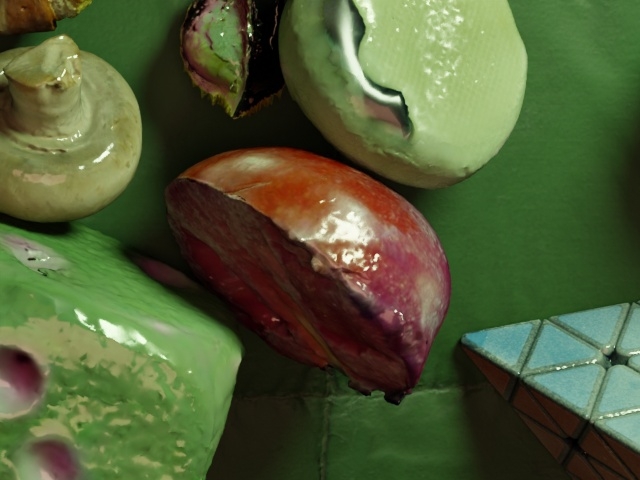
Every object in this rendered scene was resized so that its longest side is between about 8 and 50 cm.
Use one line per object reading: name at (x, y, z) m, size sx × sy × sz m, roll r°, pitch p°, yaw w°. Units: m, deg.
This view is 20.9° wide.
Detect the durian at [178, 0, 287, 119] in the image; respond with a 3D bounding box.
durian at (-0.092, -0.220, 1.844) m, size 0.108 × 0.119 × 0.186 m, roll 5°, pitch 92°, yaw 30°

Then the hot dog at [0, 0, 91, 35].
hot dog at (-0.325, -0.272, 1.790) m, size 0.261 × 0.093 × 0.123 m, roll -7°, pitch 114°, yaw 10°

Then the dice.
dice at (-0.281, 0.168, 1.782) m, size 0.330 × 0.318 × 0.322 m, roll 24°, pitch 101°, yaw -11°

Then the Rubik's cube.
Rubik's cube at (0.330, 0.187, 1.960) m, size 0.229 × 0.228 × 0.233 m, roll -27°, pitch 65°, yaw 37°

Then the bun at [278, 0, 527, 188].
bun at (0.072, -0.182, 1.818) m, size 0.283 × 0.179 × 0.283 m, roll 11°, pitch 67°, yaw -27°

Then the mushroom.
mushroom at (-0.278, -0.126, 1.766) m, size 0.204 × 0.204 × 0.204 m, roll -2°, pitch 104°, yaw -7°

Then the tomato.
tomato at (0.005, -0.002, 1.792) m, size 0.176 × 0.335 × 0.289 m, roll -49°, pitch 123°, yaw -19°
